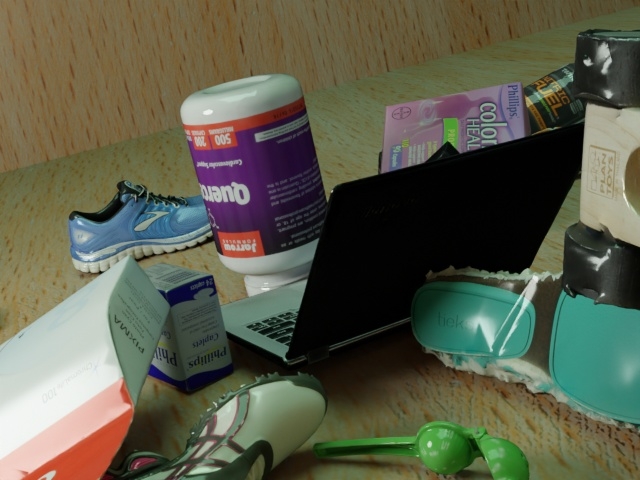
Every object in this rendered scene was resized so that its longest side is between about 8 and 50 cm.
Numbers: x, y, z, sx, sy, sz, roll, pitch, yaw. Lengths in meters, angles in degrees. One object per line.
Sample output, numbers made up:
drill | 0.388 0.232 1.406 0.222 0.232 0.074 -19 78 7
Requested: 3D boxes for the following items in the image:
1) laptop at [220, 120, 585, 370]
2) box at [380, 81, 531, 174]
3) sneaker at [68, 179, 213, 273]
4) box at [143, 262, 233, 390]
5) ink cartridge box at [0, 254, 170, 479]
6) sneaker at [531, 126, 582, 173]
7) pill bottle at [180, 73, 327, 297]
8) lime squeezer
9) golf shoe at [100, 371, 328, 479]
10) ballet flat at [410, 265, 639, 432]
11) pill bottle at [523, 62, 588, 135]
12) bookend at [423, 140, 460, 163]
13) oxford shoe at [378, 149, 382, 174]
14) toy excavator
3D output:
laptop | 0.077 -0.013 1.162 0.382 0.236 0.408 -15 16 -30
box | 0.233 -0.140 1.565 0.242 0.117 0.214 -7 45 16
sneaker | -0.324 -0.050 1.772 0.330 0.147 0.130 -18 18 -19
box | -0.186 0.109 1.186 0.072 0.137 0.126 -22 19 -35
ink cartridge box | -0.322 0.188 0.944 0.308 0.091 0.385 -33 14 10
sneaker | 0.471 -0.165 1.686 0.262 0.099 0.121 -15 -4 2
pill bottle | -0.086 -0.075 1.378 0.181 0.323 0.181 -12 17 4
lime squeezer | 0.115 0.212 0.819 0.110 0.059 0.310 -51 31 -13
golf shoe | -0.092 0.225 0.864 0.272 0.105 0.120 -27 38 -25
ballet flat | 0.261 0.093 0.942 0.147 0.147 0.409 -23 20 -29
pill bottle | 0.448 -0.251 1.754 0.245 0.130 0.130 -29 18 0
bookend | 0.193 -0.041 1.434 0.157 0.156 0.072 -42 7 22
oxford shoe | 0.162 -0.119 1.770 0.096 0.083 0.227 -6 25 -7
toy excavator | 0.419 -0.073 0.805 0.445 0.222 0.433 -4 13 -14
